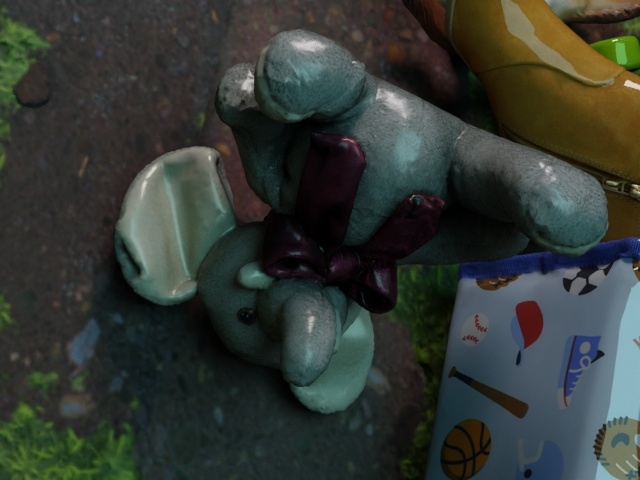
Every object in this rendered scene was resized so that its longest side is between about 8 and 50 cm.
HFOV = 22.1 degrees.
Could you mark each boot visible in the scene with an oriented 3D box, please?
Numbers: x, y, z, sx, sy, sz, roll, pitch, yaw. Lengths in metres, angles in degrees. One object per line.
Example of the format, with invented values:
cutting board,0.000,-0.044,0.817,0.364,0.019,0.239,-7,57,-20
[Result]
boot,0.211,-0.138,1.336,0.104,0.211,0.295,-35,134,-55

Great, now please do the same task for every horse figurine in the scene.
horse figurine,0.172,-0.233,1.470,0.263,0.066,0.174,-32,90,-30

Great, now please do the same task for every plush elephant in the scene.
plush elephant,0.000,0.000,1.237,0.272,0.330,0.255,26,92,-20

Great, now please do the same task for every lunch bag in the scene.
lunch bag,0.286,0.217,1.349,0.385,0.239,0.328,30,66,-37

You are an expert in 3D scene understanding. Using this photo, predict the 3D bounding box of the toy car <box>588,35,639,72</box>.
toy car,0.269,-0.095,1.480,0.188,0.149,0.155,-11,88,-58
